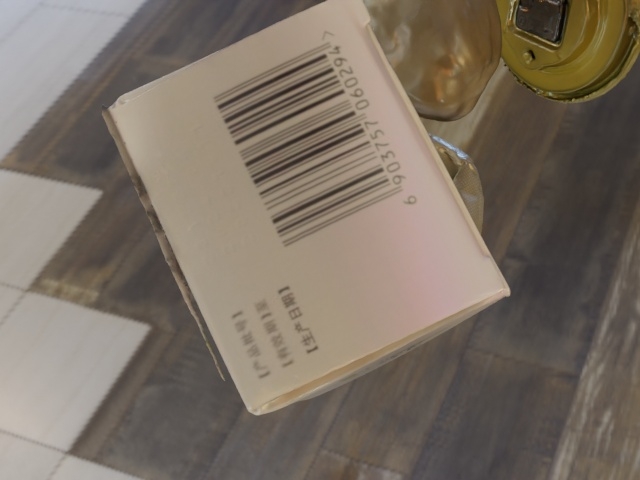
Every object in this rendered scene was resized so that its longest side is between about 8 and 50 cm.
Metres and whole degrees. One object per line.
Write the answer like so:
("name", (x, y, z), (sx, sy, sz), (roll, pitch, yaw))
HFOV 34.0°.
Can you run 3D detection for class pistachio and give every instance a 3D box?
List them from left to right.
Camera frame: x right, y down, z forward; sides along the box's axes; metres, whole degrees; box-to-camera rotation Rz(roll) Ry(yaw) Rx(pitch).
("pistachio", (0.101, -0.209, 0.993), (0.136, 0.135, 0.225), (-11, 57, 2))

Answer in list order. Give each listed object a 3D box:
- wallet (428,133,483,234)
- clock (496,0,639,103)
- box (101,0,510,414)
("wallet", (0.046, -0.047, 1.232), (0.336, 0.068, 0.274), (16, 49, 8))
("clock", (0.259, -0.265, 1.176), (0.057, 0.237, 0.237), (-17, 41, -34))
("box", (0.000, 0.000, 0.653), (0.145, 0.333, 0.173), (-24, 82, 0))
